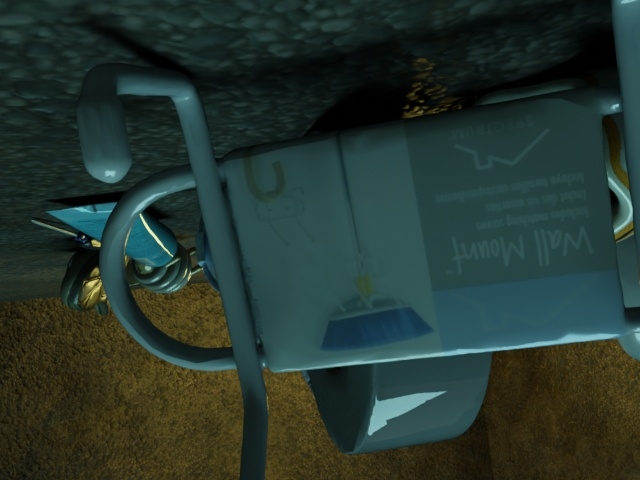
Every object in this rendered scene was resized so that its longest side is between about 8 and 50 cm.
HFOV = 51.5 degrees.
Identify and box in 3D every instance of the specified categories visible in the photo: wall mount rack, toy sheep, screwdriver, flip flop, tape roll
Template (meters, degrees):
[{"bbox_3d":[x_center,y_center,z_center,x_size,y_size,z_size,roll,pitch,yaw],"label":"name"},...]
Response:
[{"bbox_3d":[0.044,0.059,0.277,0.350,0.304,0.130,-9,-171,17],"label":"wall mount rack"},{"bbox_3d":[-0.232,0.039,0.997,0.091,0.091,0.132,-9,156,22],"label":"toy sheep"},{"bbox_3d":[-0.283,-0.005,0.752,0.024,0.025,0.170,-7,176,4],"label":"screwdriver"},{"bbox_3d":[-0.346,0.054,0.987,0.080,0.112,0.277,20,175,-4],"label":"flip flop"},{"bbox_3d":[0.035,0.031,0.459,0.072,0.219,0.219,-5,175,-14],"label":"tape roll"}]

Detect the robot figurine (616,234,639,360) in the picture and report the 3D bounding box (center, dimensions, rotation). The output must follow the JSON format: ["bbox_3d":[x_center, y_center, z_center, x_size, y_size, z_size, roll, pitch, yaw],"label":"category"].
[{"bbox_3d":[0.345,-0.011,0.514,0.354,0.199,0.300,-9,-144,32],"label":"robot figurine"}]

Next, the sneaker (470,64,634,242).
[{"bbox_3d":[0.125,-0.029,0.465,0.128,0.126,0.321,-10,166,-24],"label":"sneaker"}]

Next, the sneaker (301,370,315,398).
[{"bbox_3d":[0.059,0.108,1.000,0.210,0.365,0.137,-20,-139,-14],"label":"sneaker"}]

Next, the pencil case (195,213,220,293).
[{"bbox_3d":[0.000,0.000,0.690,0.124,0.113,0.273,8,-176,34],"label":"pencil case"}]

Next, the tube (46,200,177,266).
[{"bbox_3d":[-0.200,-0.011,0.689,0.080,0.052,0.207,-12,170,0],"label":"tube"}]

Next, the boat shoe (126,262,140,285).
[{"bbox_3d":[-0.366,0.067,1.345,0.133,0.048,0.042,-10,168,-13],"label":"boat shoe"}]
